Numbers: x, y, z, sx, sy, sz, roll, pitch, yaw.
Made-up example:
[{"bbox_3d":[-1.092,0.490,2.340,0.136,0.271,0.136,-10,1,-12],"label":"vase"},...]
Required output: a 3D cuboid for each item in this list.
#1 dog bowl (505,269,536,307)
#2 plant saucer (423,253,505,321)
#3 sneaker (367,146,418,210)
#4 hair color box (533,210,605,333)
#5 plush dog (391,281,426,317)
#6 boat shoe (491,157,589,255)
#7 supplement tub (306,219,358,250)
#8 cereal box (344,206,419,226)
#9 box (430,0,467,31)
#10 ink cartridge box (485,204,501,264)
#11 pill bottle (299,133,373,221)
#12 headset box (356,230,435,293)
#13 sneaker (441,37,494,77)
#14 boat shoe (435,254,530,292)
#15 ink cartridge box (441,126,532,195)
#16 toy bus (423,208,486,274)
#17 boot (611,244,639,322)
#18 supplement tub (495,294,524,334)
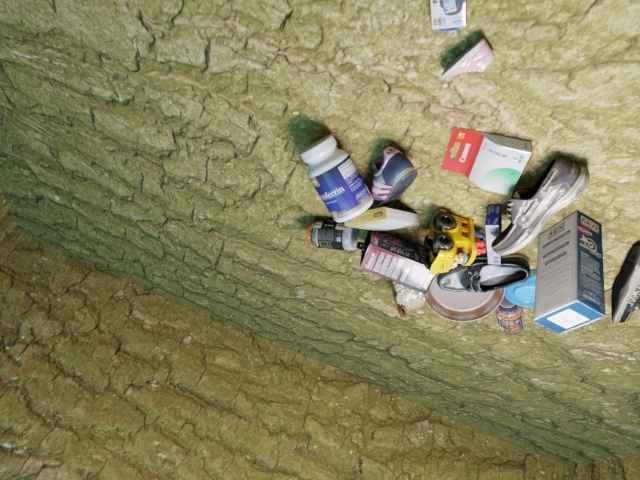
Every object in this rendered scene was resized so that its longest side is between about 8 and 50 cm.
[{"bbox_3d":[0.852,0.175,1.733,0.298,0.074,0.166,-9,135,36],"label":"dog bowl"},{"bbox_3d":[0.559,0.176,1.810,0.311,0.050,0.310,4,112,10],"label":"plant saucer"},{"bbox_3d":[0.218,-0.201,1.559,0.131,0.112,0.319,57,155,10],"label":"sneaker"},{"bbox_3d":[0.768,0.096,1.426,0.105,0.347,0.174,27,145,-8],"label":"hair color box"},{"bbox_3d":[0.422,0.211,1.934,0.226,0.210,0.262,-11,139,4],"label":"plush dog"},{"bbox_3d":[0.634,-0.106,1.395,0.130,0.132,0.355,37,121,3],"label":"boat shoe"},{"bbox_3d":[0.045,-0.023,1.852,0.191,0.116,0.117,5,142,22],"label":"supplement tub"},{"bbox_3d":[0.221,-0.073,1.644,0.173,0.047,0.240,-10,171,38],"label":"cereal box"},{"bbox_3d":[0.300,-0.552,1.077,0.081,0.028,0.136,5,140,22],"label":"box"},{"bbox_3d":[0.597,-0.018,1.582,0.046,0.097,0.207,2,142,25],"label":"ink cartridge box"},{"bbox_3d":[0.050,-0.206,1.526,0.153,0.153,0.264,-18,111,42],"label":"pill bottle"},{"bbox_3d":[0.277,0.063,1.744,0.294,0.218,0.110,21,110,-1],"label":"headset box"},{"bbox_3d":[0.376,-0.441,1.165,0.070,0.051,0.134,40,137,-17],"label":"sneaker"},{"bbox_3d":[0.598,0.138,1.698,0.341,0.113,0.127,-7,111,14],"label":"boat shoe"},{"bbox_3d":[0.489,-0.236,1.385,0.225,0.056,0.181,13,145,9],"label":"ink cartridge box"},{"bbox_3d":[0.477,0.021,1.604,0.212,0.220,0.149,13,140,1],"label":"toy bus"},{"bbox_3d":[1.146,0.170,1.524,0.285,0.138,0.377,6,137,21],"label":"boot"},{"bbox_3d":[0.785,0.303,1.913,0.106,0.106,0.197,-1,140,29],"label":"supplement tub"}]
